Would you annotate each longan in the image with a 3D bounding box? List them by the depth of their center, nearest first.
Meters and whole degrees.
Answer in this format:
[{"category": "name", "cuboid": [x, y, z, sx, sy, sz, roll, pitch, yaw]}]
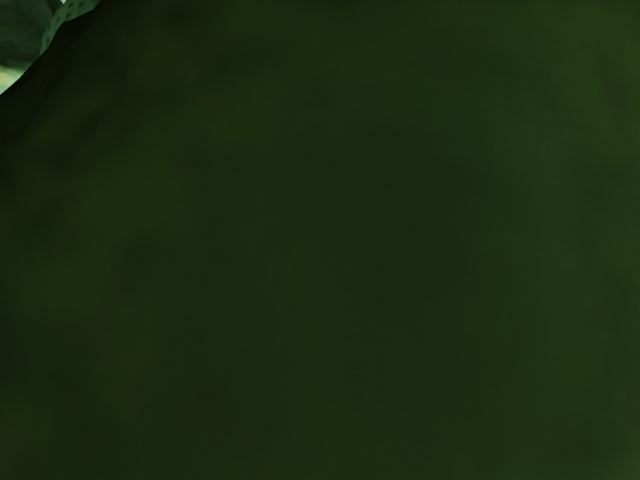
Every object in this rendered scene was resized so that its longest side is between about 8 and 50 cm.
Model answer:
[{"category": "longan", "cuboid": [0.009, 0.061, 0.546, 0.404, 0.436, 0.404, 43, 173, 7]}]

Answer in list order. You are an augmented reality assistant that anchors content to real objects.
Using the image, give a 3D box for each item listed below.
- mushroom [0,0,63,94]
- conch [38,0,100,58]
[{"category": "mushroom", "cuboid": [-0.236, -0.087, 0.877, 0.244, 0.243, 0.243, 13, 173, 2]}, {"category": "conch", "cuboid": [-0.088, -0.098, 0.739, 0.172, 0.131, 0.200, 18, 173, -27]}]
